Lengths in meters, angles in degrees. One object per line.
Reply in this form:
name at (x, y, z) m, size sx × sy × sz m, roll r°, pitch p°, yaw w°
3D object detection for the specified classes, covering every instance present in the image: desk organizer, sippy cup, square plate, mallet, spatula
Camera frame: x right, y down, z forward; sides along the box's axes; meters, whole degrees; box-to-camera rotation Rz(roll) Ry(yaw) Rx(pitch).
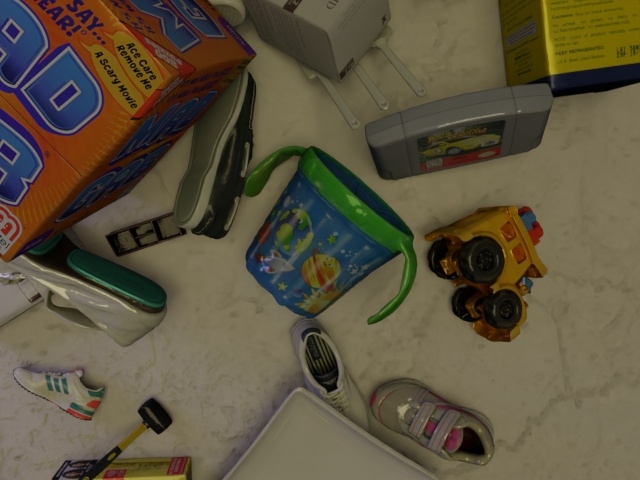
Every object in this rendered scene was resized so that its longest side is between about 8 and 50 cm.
desk organizer at (-0.307, -0.011, 1.183) m, size 0.130 × 0.050 × 0.047 m, roll -19°, pitch 96°, yaw -2°
sippy cup at (0.000, 0.000, 1.129) m, size 0.240 × 0.305 × 0.224 m, roll 33°, pitch 104°, yaw -34°
square plate at (-0.009, 0.468, 1.215) m, size 0.344 × 0.049 × 0.347 m, roll 36°, pitch 101°, yaw -14°
mallet at (-0.353, 0.353, 1.180) m, size 0.189 × 0.039 × 0.062 m, roll -33°, pitch 91°, yaw -30°
spatula at (0.068, -0.288, 1.125) m, size 0.168 × 0.019 × 0.242 m, roll -25°, pitch 51°, yaw -5°

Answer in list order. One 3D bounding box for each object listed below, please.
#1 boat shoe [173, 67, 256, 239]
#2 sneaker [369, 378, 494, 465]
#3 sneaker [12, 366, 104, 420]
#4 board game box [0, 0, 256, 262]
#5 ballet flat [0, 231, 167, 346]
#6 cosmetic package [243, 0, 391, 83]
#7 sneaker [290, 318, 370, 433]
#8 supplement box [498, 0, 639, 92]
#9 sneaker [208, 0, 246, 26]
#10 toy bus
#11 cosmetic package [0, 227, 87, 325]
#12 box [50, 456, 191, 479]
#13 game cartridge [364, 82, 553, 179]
boat shoe at (-0.166, -0.152, 1.162) m, size 0.091 × 0.114 × 0.303 m, roll 24°, pitch 82°, yaw -41°
sneaker at (0.213, 0.331, 1.217) m, size 0.252 × 0.111 × 0.103 m, roll 20°, pitch 93°, yaw -5°
sneaker at (-0.463, 0.254, 1.200) m, size 0.161 × 0.057 × 0.075 m, roll 32°, pitch 75°, yaw -5°
board game box at (-0.375, -0.258, 0.956) m, size 0.356 × 0.356 × 0.356 m, roll -41°, pitch 97°, yaw 21°
ballet flat at (-0.443, 0.046, 1.090) m, size 0.400 × 0.139 × 0.139 m, roll 34°, pitch 92°, yaw -9°
cosmetic package at (-0.006, -0.384, 1.081) m, size 0.183 × 0.151 × 0.151 m, roll 32°, pitch 80°, yaw 20°
sneaker at (0.016, 0.266, 1.208) m, size 0.094 × 0.091 × 0.258 m, roll -28°, pitch 98°, yaw -1°
supplement box at (0.421, -0.428, 1.126) m, size 0.194 × 0.195 × 0.357 m, roll -8°, pitch 96°, yaw -3°
sneaker at (-0.239, -0.437, 1.145) m, size 0.255 × 0.094 × 0.151 m, roll 2°, pitch 68°, yaw 11°
toy bus at (0.325, 0.040, 1.198) m, size 0.211 × 0.149 × 0.220 m, roll -30°, pitch 99°, yaw -17°
cosmetic package at (-0.522, 0.071, 1.171) m, size 0.239 × 0.060 × 0.099 m, roll -33°, pitch 95°, yaw -1°
box at (-0.352, 0.433, 1.201) m, size 0.232 × 0.087 × 0.058 m, roll 0°, pitch 95°, yaw -3°
game cartridge at (0.226, -0.177, 1.110) m, size 0.294 × 0.196 × 0.060 m, roll -12°, pitch 71°, yaw 9°
